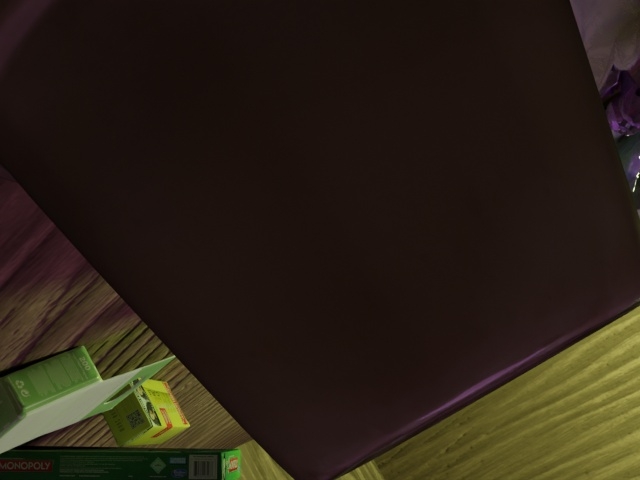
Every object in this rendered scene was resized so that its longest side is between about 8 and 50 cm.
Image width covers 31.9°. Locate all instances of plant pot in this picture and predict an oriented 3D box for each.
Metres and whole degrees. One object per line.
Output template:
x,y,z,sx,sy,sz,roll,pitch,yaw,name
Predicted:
0.006,-0.046,0.547,0.323,0.280,0.323,-27,168,-6,plant pot

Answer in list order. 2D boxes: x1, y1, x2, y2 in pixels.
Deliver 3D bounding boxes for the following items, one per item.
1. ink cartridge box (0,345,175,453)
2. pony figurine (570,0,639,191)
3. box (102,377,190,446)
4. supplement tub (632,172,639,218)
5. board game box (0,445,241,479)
-0.304,0.180,1.306,0.171,0.056,0.235,-39,169,39,ink cartridge box
0.309,-0.172,0.902,0.351,0.302,0.363,-60,170,-13,pony figurine
-0.259,0.251,1.641,0.058,0.087,0.232,-30,167,0,box
0.500,-0.118,1.622,0.338,0.207,0.207,-29,168,-10,supplement tub
-0.278,0.307,1.533,0.317,0.046,0.213,0,172,2,board game box
